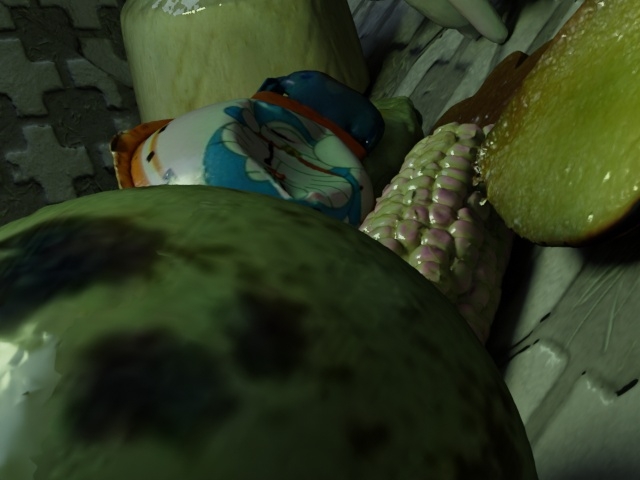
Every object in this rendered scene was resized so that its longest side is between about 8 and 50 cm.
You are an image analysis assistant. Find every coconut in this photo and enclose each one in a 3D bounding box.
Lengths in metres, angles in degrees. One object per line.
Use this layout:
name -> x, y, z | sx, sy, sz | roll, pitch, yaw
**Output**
coconut -> -0.084, -0.204, 1.890 | 0.329, 0.328, 0.329 | -53, 13, 17

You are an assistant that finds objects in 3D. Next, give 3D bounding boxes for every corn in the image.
corn -> 0.052, 0.050, 1.037 | 0.126, 0.126, 0.335 | -44, 17, 45

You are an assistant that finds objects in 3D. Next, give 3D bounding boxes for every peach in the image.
peach -> 0.187, -0.074, 0.963 | 0.279, 0.068, 0.189 | -24, 45, 62

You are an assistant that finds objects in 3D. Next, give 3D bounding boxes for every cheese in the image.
cheese -> -0.039, -0.043, 1.190 | 0.129, 0.217, 0.329 | -61, -3, 31

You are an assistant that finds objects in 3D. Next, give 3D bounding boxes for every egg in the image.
egg -> -0.090, 0.162, 0.767 | 0.428, 0.345, 0.345 | -40, 20, 43

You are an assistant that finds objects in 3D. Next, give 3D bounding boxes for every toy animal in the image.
toy animal -> 0.153, -0.261, 1.436 | 0.141, 0.138, 0.282 | -65, 20, -4

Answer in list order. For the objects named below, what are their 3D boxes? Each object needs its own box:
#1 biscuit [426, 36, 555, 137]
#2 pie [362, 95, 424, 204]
biscuit -> 0.135, -0.082, 1.245 | 0.180, 0.039, 0.236 | -58, 12, -24
pie -> 0.000, 0.000, 1.433 | 0.306, 0.071, 0.306 | -60, 4, 6
